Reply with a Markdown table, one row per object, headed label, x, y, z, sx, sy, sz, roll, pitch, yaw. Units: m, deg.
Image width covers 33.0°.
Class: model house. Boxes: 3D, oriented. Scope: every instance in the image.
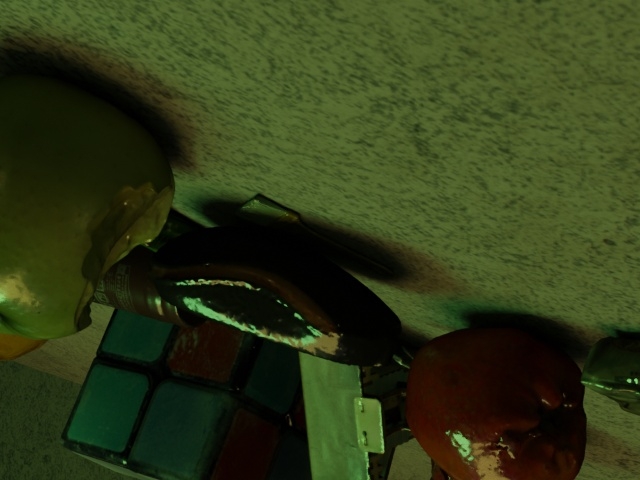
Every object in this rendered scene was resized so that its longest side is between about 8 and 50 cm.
| label | x | y | z | sx | sy | sz | roll | pitch | yaw |
| --- | --- | --- | --- | --- | --- | --- | --- | --- | --- |
| model house | 0.097 | 0.232 | 1.587 | 0.178 | 0.271 | 0.206 | -2 | -173 | 44 |

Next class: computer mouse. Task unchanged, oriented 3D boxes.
| label | x | y | z | sx | sy | sz | roll | pitch | yaw |
| --- | --- | --- | --- | --- | --- | --- | --- | --- | --- |
| computer mouse | -0.052 | 0.056 | 1.295 | 0.323 | 0.116 | 0.183 | 18 | -170 | 14 |

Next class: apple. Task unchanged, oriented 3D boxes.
| label | x | y | z | sx | sy | sz | roll | pitch | yaw |
| --- | --- | --- | --- | --- | --- | --- | --- | --- | --- |
| apple | -0.293 | -0.039 | 1.135 | 0.279 | 0.279 | 0.279 | 19 | 162 | 6 |

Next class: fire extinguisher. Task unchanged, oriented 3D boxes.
| label | x | y | z | sx | sy | sz | roll | pitch | yaw |
| --- | --- | --- | --- | --- | --- | --- | --- | --- | --- |
| fire extinguisher | -0.314 | 0.030 | 1.575 | 0.337 | 0.114 | 0.136 | 11 | 125 | 27 |

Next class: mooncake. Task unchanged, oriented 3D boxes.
| label | x | y | z | sx | sy | sz | roll | pitch | yaw |
| --- | --- | --- | --- | --- | --- | --- | --- | --- | --- |
| mooncake | 0.374 | 0.155 | 1.204 | 0.130 | 0.073 | 0.125 | 6 | 159 | 46 |

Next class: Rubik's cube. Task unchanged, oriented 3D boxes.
| label | x | y | z | sx | sy | sz | roll | pitch | yaw |
| --- | --- | --- | --- | --- | --- | --- | --- | --- | --- |
| Rubik's cube | -0.175 | 0.266 | 1.764 | 0.316 | 0.318 | 0.313 | 7 | 158 | 34 |

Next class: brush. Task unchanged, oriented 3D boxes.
| label | x | y | z | sx | sy | sz | roll | pitch | yaw |
| --- | --- | --- | --- | --- | --- | --- | --- | --- | --- |
| brush | 0.000 | 0.000 | 1.282 | 0.205 | 0.011 | 0.083 | 25 | 161 | -16 |

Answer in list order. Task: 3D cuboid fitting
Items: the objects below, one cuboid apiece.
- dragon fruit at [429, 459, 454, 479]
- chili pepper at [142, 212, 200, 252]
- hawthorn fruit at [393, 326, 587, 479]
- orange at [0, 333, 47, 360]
| label | x | y | z | sx | sy | sz | roll | pitch | yaw |
| --- | --- | --- | --- | --- | --- | --- | --- | --- | --- |
| dragon fruit | 0.289 | 0.382 | 1.732 | 0.241 | 0.241 | 0.252 | -1 | 137 | 50 |
| chili pepper | -0.201 | -0.001 | 1.421 | 0.359 | 0.085 | 0.076 | 33 | 121 | -18 |
| hawthorn fruit | 0.195 | 0.198 | 1.349 | 0.299 | 0.211 | 0.211 | 18 | 166 | 47 |
| orange | -0.536 | 0.072 | 1.749 | 0.261 | 0.261 | 0.261 | 19 | 162 | 6 |
